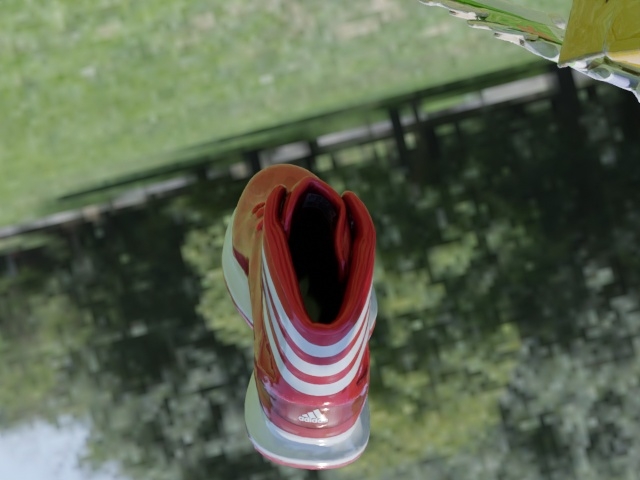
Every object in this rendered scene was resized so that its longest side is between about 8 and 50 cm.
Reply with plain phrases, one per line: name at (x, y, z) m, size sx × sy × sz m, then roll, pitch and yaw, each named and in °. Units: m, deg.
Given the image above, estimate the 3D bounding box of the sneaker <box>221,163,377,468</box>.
sneaker at (0.000, 0.000, 1.017) m, size 0.087 × 0.128 × 0.221 m, roll 1°, pitch -142°, yaw -12°

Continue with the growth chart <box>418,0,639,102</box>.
growth chart at (0.168, -0.118, 1.264) m, size 0.172 × 0.021 × 0.237 m, roll 8°, pitch -162°, yaw -45°

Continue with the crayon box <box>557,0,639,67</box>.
crayon box at (0.215, -0.162, 0.754) m, size 0.081 × 0.202 × 0.318 m, roll 16°, pitch 175°, yaw -21°
